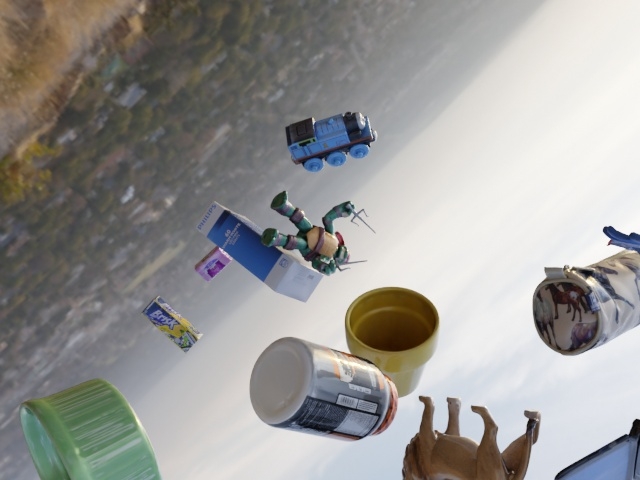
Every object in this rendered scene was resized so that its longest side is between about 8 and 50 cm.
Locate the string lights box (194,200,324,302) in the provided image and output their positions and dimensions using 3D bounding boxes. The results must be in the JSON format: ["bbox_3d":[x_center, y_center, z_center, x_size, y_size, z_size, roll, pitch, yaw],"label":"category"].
[{"bbox_3d":[-0.130,0.022,1.682,0.076,0.260,0.133,-57,148,3],"label":"string lights box"}]

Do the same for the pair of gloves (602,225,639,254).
[{"bbox_3d":[0.564,0.021,1.364,0.023,0.159,0.198,-67,155,0],"label":"pair of gloves"}]

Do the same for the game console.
[{"bbox_3d":[0.589,0.467,1.469,0.173,0.250,0.293,-55,148,-19],"label":"game console"}]

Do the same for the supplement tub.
[{"bbox_3d":[0.016,0.333,1.741,0.316,0.193,0.193,24,118,-43],"label":"supplement tub"}]

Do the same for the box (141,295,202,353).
[{"bbox_3d":[-0.413,0.232,2.210,0.059,0.169,0.054,-48,-177,9],"label":"box"}]

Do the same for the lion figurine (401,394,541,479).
[{"bbox_3d":[0.303,0.453,1.643,0.392,0.142,0.240,-9,-105,62],"label":"lion figurine"}]

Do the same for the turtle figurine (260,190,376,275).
[{"bbox_3d":[0.000,0.000,1.587,0.118,0.234,0.175,-35,-139,44],"label":"turtle figurine"}]

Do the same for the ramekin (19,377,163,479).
[{"bbox_3d":[-0.411,0.400,1.441,0.148,0.303,0.303,-24,167,-32],"label":"ramekin"}]

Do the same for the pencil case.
[{"bbox_3d":[0.628,0.099,1.682,0.411,0.183,0.160,-17,-161,-36],"label":"pencil case"}]

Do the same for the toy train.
[{"bbox_3d":[0.020,-0.205,1.618,0.184,0.080,0.105,-16,142,11],"label":"toy train"}]

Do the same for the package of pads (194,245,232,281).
[{"bbox_3d":[-0.255,0.054,1.896,0.083,0.050,0.032,-42,-155,7],"label":"package of pads"}]

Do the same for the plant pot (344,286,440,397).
[{"bbox_3d":[0.194,0.294,2.169,0.254,0.254,0.238,-44,145,-37],"label":"plant pot"}]
